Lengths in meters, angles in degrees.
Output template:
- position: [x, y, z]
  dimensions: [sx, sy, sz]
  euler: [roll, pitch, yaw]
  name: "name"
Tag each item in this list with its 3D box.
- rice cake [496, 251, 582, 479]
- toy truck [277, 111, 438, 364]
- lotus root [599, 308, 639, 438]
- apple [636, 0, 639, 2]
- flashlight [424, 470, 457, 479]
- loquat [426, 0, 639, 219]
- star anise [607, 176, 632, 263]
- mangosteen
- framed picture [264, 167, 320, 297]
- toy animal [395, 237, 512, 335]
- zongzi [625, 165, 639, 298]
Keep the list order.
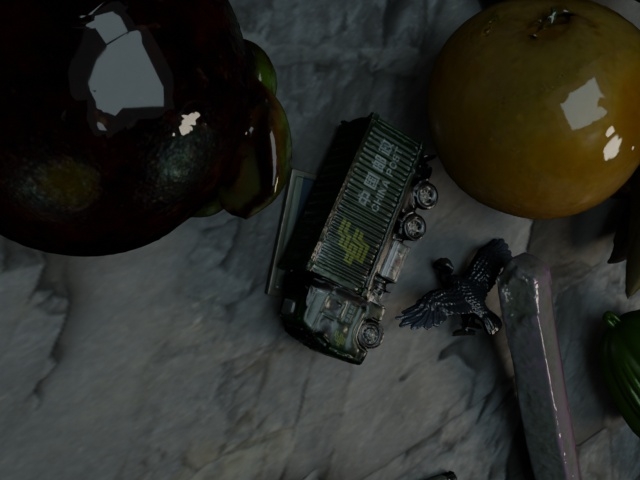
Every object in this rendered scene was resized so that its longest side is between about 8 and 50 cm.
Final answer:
- position: [0.283, 0.190, 0.947]
  dimensions: [0.073, 0.056, 0.364]
  euler: [-31, 112, -52]
  name: "rice cake"
- position: [0.039, 0.001, 0.835]
  dimensions: [0.121, 0.088, 0.259]
  euler: [28, 78, -24]
  name: "toy truck"
- position: [0.445, 0.157, 1.008]
  dimensions: [0.186, 0.186, 0.186]
  euler: [0, 90, -25]
  name: "lotus root"
- position: [0.405, -0.429, 0.939]
  dimensions: [0.346, 0.179, 0.254]
  euler: [-61, 134, -59]
  name: "apple"
- position: [0.132, 0.309, 0.928]
  dimensions: [0.083, 0.018, 0.018]
  euler: [-10, 93, -25]
  name: "flashlight"
- position: [0.246, -0.149, 0.849]
  dimensions: [0.263, 0.263, 0.262]
  euler: [0, 90, -25]
  name: "loquat"
- position: [0.511, -0.085, 1.049]
  dimensions: [0.332, 0.118, 0.331]
  euler: [2, 84, -23]
  name: "star anise"
- position: [-0.184, -0.127, 0.640]
  dimensions: [0.311, 0.311, 0.311]
  euler: [0, 90, -25]
  name: "mangosteen"
- position: [0.000, 0.000, 0.869]
  dimensions: [0.109, 0.011, 0.149]
  euler: [13, 85, -25]
  name: "framed picture"
- position: [0.178, 0.068, 0.923]
  dimensions: [0.220, 0.062, 0.107]
  euler: [-29, 100, -35]
  name: "toy animal"
- position: [0.430, -0.118, 0.930]
  dimensions: [0.145, 0.300, 0.273]
  euler: [16, 40, -11]
  name: "zongzi"
